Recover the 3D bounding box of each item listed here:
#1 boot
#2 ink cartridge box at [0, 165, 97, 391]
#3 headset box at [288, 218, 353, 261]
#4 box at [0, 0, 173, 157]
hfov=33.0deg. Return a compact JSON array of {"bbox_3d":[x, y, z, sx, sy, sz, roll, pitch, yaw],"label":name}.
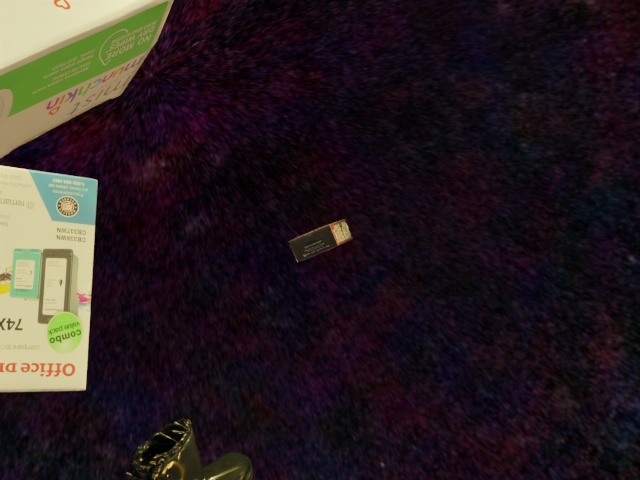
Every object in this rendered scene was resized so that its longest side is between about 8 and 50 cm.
[{"bbox_3d":[-0.112,0.199,0.944,0.121,0.045,0.099,-41,129,-40],"label":"boot"},{"bbox_3d":[-0.419,0.051,1.355,0.198,0.197,0.270,6,84,-43],"label":"ink cartridge box"},{"bbox_3d":[0.000,0.000,1.425,0.062,0.083,0.032,-23,91,17],"label":"headset box"},{"bbox_3d":[-0.268,-0.154,0.658,0.231,0.127,0.262,49,48,5],"label":"box"}]
